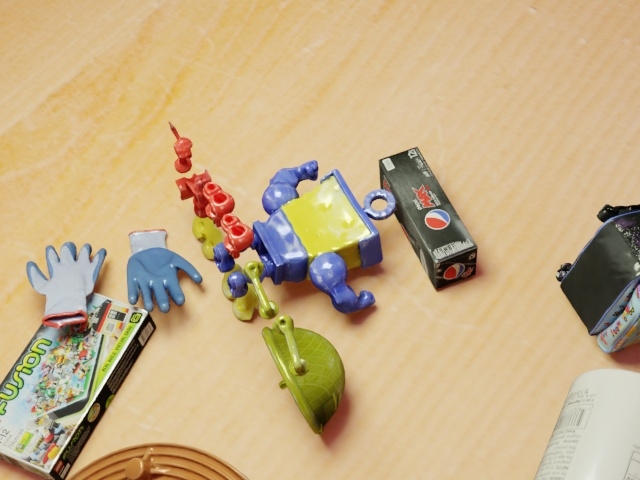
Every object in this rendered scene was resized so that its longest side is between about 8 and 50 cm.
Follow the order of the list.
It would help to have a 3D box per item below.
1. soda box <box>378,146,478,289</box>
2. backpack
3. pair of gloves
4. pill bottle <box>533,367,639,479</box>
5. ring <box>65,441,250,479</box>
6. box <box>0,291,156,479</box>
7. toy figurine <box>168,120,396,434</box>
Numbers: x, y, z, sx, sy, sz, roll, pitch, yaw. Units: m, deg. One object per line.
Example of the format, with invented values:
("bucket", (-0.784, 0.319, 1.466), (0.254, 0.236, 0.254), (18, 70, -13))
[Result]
("soda box", (0.124, -0.028, 1.089), (0.053, 0.060, 0.169), (-19, 54, -8))
("backpack", (0.360, 0.026, 0.970), (0.173, 0.158, 0.116), (-15, 62, -18))
("pair of gloves", (-0.240, 0.041, 1.079), (0.198, 0.023, 0.159), (-6, 36, -13))
("pill bottle", (0.255, 0.243, 0.835), (0.131, 0.131, 0.229), (20, 59, 20))
("ring", (-0.170, 0.343, 0.812), (0.337, 0.032, 0.336), (-12, 61, 23))
("box", (-0.283, 0.154, 1.026), (0.114, 0.036, 0.207), (16, 58, 18))
("toy figurine", (0.000, 0.000, 1.015), (0.217, 0.191, 0.362), (-23, 56, -15))
